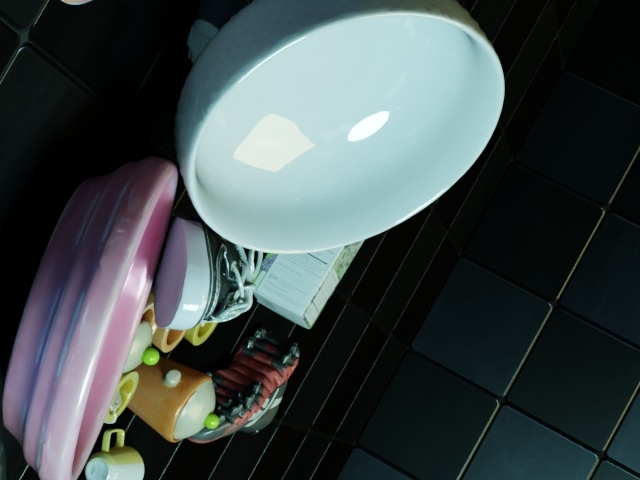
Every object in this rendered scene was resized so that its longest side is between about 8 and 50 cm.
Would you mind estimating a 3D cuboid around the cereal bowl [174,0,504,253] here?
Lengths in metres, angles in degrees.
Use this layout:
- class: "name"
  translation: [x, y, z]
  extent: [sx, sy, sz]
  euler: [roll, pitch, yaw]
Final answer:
- class: "cereal bowl"
  translation: [0.006, -0.146, 1.484]
  extent: [0.339, 0.141, 0.339]
  euler: [-17, 145, -12]

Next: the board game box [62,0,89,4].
- class: "board game box"
  translation: [-0.167, -0.272, 1.250]
  extent: [0.133, 0.033, 0.169]
  euler: [-25, 141, -65]

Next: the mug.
- class: "mug"
  translation: [-0.269, 0.285, 1.869]
  extent: [0.062, 0.078, 0.064]
  euler: [-32, 162, 17]

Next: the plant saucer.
- class: "plant saucer"
  translation: [-0.226, 0.070, 1.421]
  extent: [0.332, 0.084, 0.332]
  euler: [-161, -90, -88]

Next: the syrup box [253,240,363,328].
- class: "syrup box"
  translation: [0.000, 0.000, 2.140]
  extent: [0.237, 0.096, 0.093]
  euler: [-59, 166, -10]

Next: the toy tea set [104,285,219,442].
- class: "toy tea set"
  translation: [-0.182, 0.151, 1.760]
  extent: [0.200, 0.124, 0.336]
  euler: [-63, 165, 5]

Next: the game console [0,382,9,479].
- class: "game console"
  translation: [-0.264, 0.117, 1.142]
  extent: [0.386, 0.060, 0.342]
  euler: [-106, -157, -44]

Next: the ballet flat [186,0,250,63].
- class: "ballet flat"
  translation: [-0.103, -0.191, 1.534]
  extent: [0.074, 0.074, 0.203]
  euler: [-55, 166, -22]

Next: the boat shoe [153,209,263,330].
- class: "boat shoe"
  translation: [-0.119, 0.036, 1.568]
  extent: [0.306, 0.105, 0.113]
  euler: [-154, -102, -79]

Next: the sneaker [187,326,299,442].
- class: "sneaker"
  translation: [-0.124, 0.239, 2.152]
  extent: [0.276, 0.097, 0.135]
  euler: [-40, 152, -57]

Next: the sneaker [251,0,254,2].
- class: "sneaker"
  translation: [-0.024, -0.237, 1.543]
  extent: [0.131, 0.112, 0.296]
  euler: [-41, 138, 2]
